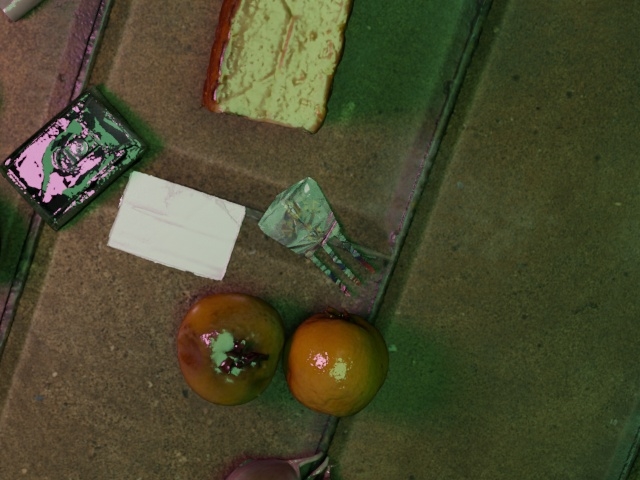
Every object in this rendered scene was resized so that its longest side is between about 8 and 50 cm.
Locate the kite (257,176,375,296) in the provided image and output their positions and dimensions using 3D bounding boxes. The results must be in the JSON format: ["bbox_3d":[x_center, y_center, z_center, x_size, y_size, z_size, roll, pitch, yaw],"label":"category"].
[{"bbox_3d":[0.000,0.000,1.839,0.141,0.015,0.245,-42,101,1],"label":"kite"}]

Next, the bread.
[{"bbox_3d":[-0.077,-0.338,1.632,0.207,0.279,0.279,12,96,-10],"label":"bread"}]

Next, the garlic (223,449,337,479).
[{"bbox_3d":[-0.070,0.527,1.829,0.237,0.292,0.210,-20,115,20],"label":"garlic"}]

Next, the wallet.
[{"bbox_3d":[-0.446,-0.147,1.715,0.236,0.055,0.160,-41,98,0],"label":"wallet"}]

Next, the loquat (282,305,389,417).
[{"bbox_3d":[0.030,0.229,1.794,0.208,0.208,0.208,-2,101,-10],"label":"loquat"}]

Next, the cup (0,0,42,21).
[{"bbox_3d":[-0.522,-0.431,1.643,0.083,0.054,0.075,-40,106,2],"label":"cup"}]

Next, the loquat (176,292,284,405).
[{"bbox_3d":[-0.169,0.199,1.752,0.213,0.213,0.213,-2,101,-10],"label":"loquat"}]

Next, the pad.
[{"bbox_3d":[-0.271,-0.026,1.791,0.232,0.004,0.156,18,98,-13],"label":"pad"}]
